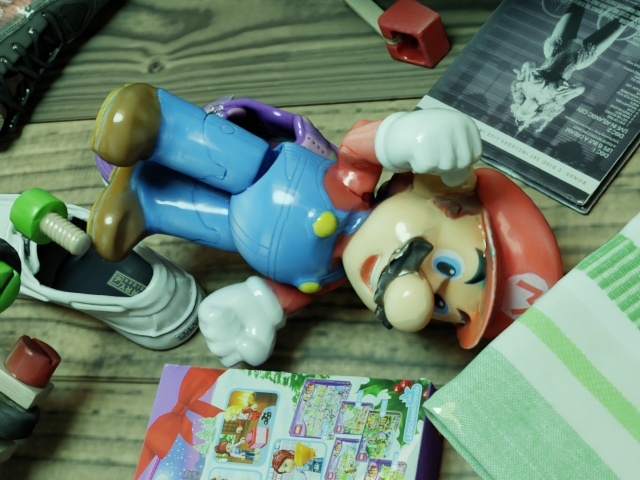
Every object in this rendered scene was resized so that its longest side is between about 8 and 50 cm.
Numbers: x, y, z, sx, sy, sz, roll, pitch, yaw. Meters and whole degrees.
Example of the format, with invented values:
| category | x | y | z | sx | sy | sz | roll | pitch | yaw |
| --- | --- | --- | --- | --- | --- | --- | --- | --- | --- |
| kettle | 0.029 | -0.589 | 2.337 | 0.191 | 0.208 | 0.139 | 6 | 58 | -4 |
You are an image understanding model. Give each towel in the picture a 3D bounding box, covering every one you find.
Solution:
| category | x | y | z | sx | sy | sz | roll | pitch | yaw |
| --- | --- | --- | --- | --- | --- | --- | --- | --- | --- |
| towel | 0.254 | 0.082 | 0.668 | 0.325 | 0.038 | 0.248 | -39 | 80 | -18 |

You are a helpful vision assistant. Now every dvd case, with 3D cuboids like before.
| category | x | y | z | sx | sy | sz | roll | pitch | yaw |
| --- | --- | --- | --- | --- | --- | --- | --- | --- | --- |
| dvd case | 0.198 | -0.141 | 0.920 | 0.164 | 0.018 | 0.221 | 32 | 75 | 31 |

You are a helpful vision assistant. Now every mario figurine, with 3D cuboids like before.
| category | x | y | z | sx | sy | sz | roll | pitch | yaw |
| --- | --- | --- | --- | --- | --- | --- | --- | --- | --- |
| mario figurine | 0.000 | 0.000 | 0.786 | 0.320 | 0.198 | 0.170 | 14 | 75 | 5 |

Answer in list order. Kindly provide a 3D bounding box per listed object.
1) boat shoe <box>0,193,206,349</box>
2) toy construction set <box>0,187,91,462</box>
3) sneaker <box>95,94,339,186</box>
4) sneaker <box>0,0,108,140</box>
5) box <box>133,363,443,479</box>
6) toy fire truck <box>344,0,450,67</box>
| category | x | y | z | sx | sy | sz | roll | pitch | yaw |
| --- | --- | --- | --- | --- | --- | --- | --- | --- | --- |
| boat shoe | -0.206 | 0.005 | 0.952 | 0.258 | 0.084 | 0.095 | 15 | 68 | 28 |
| toy construction set | -0.348 | 0.095 | 0.843 | 0.237 | 0.309 | 0.257 | 31 | 31 | 28 |
| sneaker | -0.082 | -0.070 | 0.937 | 0.236 | 0.104 | 0.095 | 9 | 66 | 27 |
| sneaker | -0.288 | -0.162 | 1.077 | 0.276 | 0.098 | 0.135 | -34 | 62 | -4 |
| box | -0.039 | 0.228 | 0.773 | 0.200 | 0.057 | 0.293 | 2 | 62 | 21 |
| toy fire truck | 0.055 | -0.237 | 1.015 | 0.192 | 0.047 | 0.135 | 33 | 76 | 33 |
